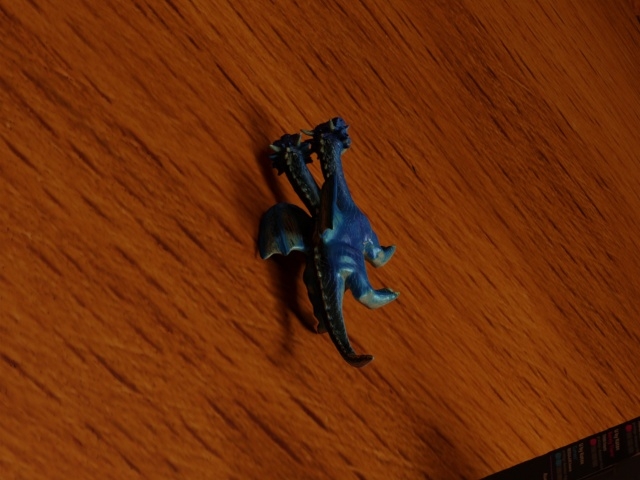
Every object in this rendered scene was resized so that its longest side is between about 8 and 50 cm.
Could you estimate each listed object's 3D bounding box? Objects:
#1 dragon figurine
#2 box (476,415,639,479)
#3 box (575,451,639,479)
[{"bbox_3d":[0.000,0.000,1.738,0.144,0.085,0.289,54,24,-25],"label":"dragon figurine"},{"bbox_3d":[0.283,0.285,1.831,0.165,0.270,0.143,49,27,-34],"label":"box"},{"bbox_3d":[0.251,0.393,1.621,0.395,0.293,0.212,45,30,-40],"label":"box"}]
